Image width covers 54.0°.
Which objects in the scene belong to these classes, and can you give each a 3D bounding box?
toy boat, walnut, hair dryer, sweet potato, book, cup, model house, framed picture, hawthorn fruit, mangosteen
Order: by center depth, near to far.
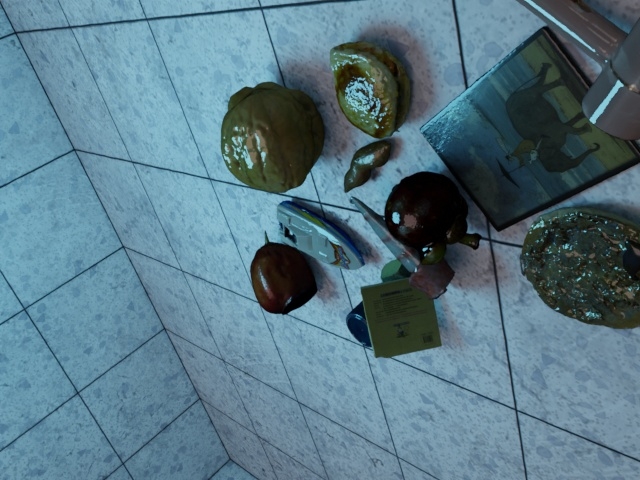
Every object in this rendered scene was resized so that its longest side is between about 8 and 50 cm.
[{"bbox_3d":[0.365,-0.314,0.874,0.344,0.107,0.189,47,148,20],"label":"hair dryer"},{"bbox_3d":[0.348,-0.172,1.102,0.265,0.016,0.347,52,149,-2],"label":"framed picture"},{"bbox_3d":[0.213,-0.046,1.246,0.172,0.172,0.184,-43,64,58],"label":"mangosteen"},{"bbox_3d":[0.167,0.005,1.385,0.282,0.096,0.206,42,-175,2],"label":"toy boat"},{"bbox_3d":[0.093,-0.165,1.395,0.065,0.051,0.218,48,148,1],"label":"sweet potato"},{"bbox_3d":[-0.109,-0.231,1.443,0.224,0.257,0.257,-116,11,-54],"label":"walnut"},{"bbox_3d":[0.194,0.184,1.501,0.013,0.168,0.192,-94,-8,-73],"label":"book"},{"bbox_3d":[0.198,0.092,1.524,0.083,0.066,0.079,41,140,-16],"label":"model house"},{"bbox_3d":[0.157,0.191,1.586,0.150,0.138,0.113,1,122,51],"label":"cup"},{"bbox_3d":[0.000,0.000,1.642,0.295,0.088,0.129,29,142,32],"label":"toy boat"},{"bbox_3d":[-0.121,0.092,1.811,0.189,0.189,0.251,-14,103,56],"label":"hawthorn fruit"}]

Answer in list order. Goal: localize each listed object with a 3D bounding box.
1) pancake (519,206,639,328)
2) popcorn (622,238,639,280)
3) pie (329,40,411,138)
[{"bbox_3d":[0.484,0.050,1.117,0.282,0.049,0.282,33,145,28],"label":"pancake"},{"bbox_3d":[0.585,0.066,0.834,0.297,0.281,0.315,10,-120,-79],"label":"popcorn"},{"bbox_3d":[0.090,-0.295,1.239,0.179,0.084,0.205,26,143,36],"label":"pie"}]
